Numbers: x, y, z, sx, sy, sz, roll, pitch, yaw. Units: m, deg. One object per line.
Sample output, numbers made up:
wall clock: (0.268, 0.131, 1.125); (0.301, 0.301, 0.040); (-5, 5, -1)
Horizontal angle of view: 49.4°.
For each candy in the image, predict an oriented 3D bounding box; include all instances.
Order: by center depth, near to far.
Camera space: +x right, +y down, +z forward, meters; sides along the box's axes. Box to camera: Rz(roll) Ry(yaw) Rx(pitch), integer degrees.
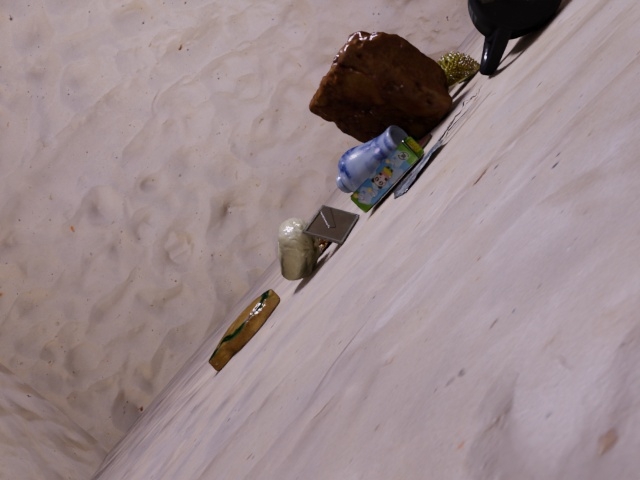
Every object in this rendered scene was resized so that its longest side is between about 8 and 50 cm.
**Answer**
candy: (0.163, -0.162, 1.699); (0.194, 0.062, 0.097); (-47, -1, 23)

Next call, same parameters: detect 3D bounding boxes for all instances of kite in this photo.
kite: (0.261, -0.213, 1.541); (0.310, 0.015, 0.169); (-52, 3, 6)

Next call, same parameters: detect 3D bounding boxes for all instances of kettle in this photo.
kettle: (0.444, -0.540, 1.629); (0.207, 0.251, 0.271); (-19, 1, 6)

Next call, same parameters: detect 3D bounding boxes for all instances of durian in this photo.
durian: (0.364, -0.493, 2.065); (0.208, 0.103, 0.146); (-28, 10, 6)

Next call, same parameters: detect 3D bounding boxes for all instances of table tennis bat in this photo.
table tennis bat: (0.215, -0.201, 1.873); (0.246, 0.022, 0.138); (-42, 8, 45)

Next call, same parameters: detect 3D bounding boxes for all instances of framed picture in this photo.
framed picture: (0.030, -0.043, 1.817); (0.149, 0.109, 0.011); (-55, -22, -53)

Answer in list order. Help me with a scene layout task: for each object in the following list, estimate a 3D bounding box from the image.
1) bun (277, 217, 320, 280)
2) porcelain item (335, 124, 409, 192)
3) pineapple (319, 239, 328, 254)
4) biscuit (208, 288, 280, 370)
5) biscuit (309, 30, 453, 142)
bun: (-0.057, 0.023, 1.860); (0.164, 0.110, 0.188); (-81, -8, -45)
porcelain item: (0.146, -0.225, 2.009); (0.259, 0.141, 0.141); (-35, 13, 42)
pineapple: (0.000, 0.000, 2.073); (0.221, 0.047, 0.221); (-50, 5, 6)
biscuit: (-0.240, 0.266, 2.101); (0.287, 0.057, 0.343); (-51, 5, -19)
biscuit: (0.171, -0.419, 1.995); (0.166, 0.342, 0.395); (-62, 10, -19)
